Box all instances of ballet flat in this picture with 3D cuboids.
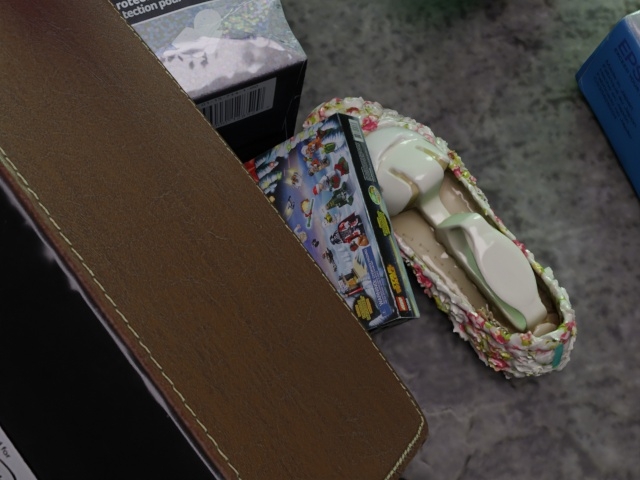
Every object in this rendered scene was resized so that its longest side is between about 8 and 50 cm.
[{"bbox_3d":[0.082,-0.015,0.655,0.091,0.077,0.241,-41,80,-13],"label":"ballet flat"}]

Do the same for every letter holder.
[{"bbox_3d":[-0.113,0.026,0.449,0.152,0.214,0.302,-39,84,19],"label":"letter holder"}]

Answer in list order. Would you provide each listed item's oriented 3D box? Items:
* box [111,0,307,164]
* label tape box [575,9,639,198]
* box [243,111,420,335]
[{"bbox_3d":[-0.151,-0.100,0.616,0.247,0.163,0.142,-22,78,-10],"label":"box"},{"bbox_3d":[0.383,-0.085,0.684,0.334,0.106,0.240,-22,77,-10],"label":"label tape box"},{"bbox_3d":[0.000,0.000,0.642,0.094,0.027,0.137,-26,72,32],"label":"box"}]
